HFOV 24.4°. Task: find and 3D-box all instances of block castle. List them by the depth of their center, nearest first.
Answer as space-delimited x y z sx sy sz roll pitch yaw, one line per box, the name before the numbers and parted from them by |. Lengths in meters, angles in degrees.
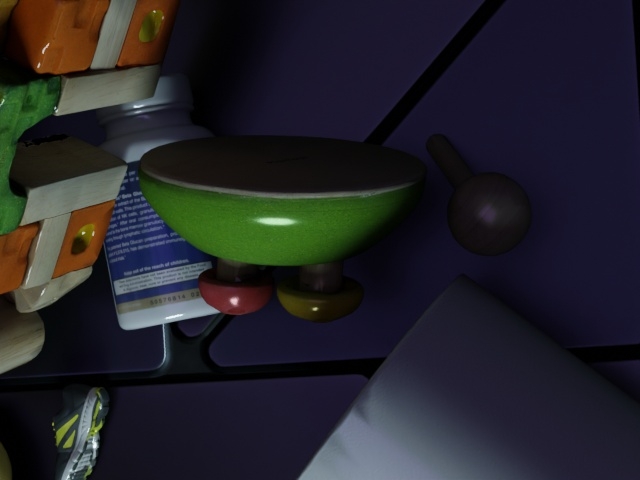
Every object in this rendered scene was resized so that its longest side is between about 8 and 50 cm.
block castle | -0.290 -0.118 0.937 0.303 0.213 0.453 29 113 19

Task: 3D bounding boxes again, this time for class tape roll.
tape roll | 0.083 0.165 0.932 0.169 0.246 0.246 36 96 8

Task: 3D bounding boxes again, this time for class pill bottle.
pill bottle | -0.111 -0.027 1.041 0.094 0.094 0.169 -12 88 10

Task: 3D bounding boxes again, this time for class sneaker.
sneaker | -0.182 0.144 1.089 0.035 0.031 0.083 18 89 23

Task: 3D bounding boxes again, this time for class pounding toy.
pounding toy | 0.000 0.000 0.956 0.236 0.183 0.110 -2 105 -16

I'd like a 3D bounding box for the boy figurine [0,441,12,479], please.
boy figurine | -0.263 0.268 1.070 0.177 0.092 0.285 -11 87 10
